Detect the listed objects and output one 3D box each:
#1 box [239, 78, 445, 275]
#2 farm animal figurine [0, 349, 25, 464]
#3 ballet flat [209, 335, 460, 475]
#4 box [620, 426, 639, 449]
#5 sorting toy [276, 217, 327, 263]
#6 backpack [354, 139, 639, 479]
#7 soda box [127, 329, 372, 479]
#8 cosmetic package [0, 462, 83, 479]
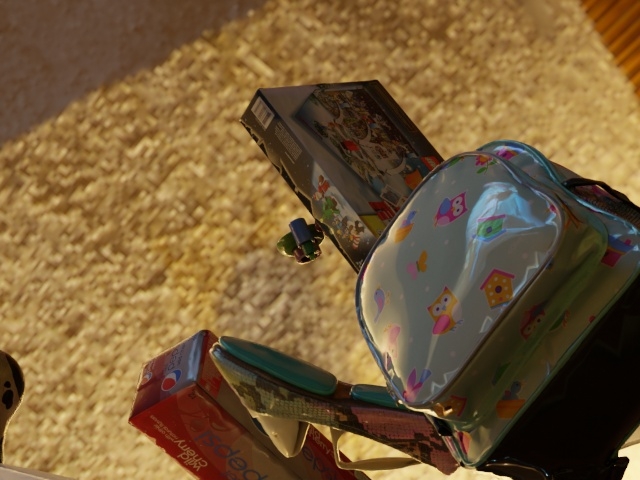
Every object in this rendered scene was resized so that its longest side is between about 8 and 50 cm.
[{"bbox_3d":[0.053,-0.049,1.420,0.159,0.044,0.233,-9,-127,-45],"label":"box"},{"bbox_3d":[-0.276,0.268,1.237,0.172,0.330,0.326,10,-133,12],"label":"farm animal figurine"},{"bbox_3d":[0.012,0.140,1.239,0.222,0.079,0.077,14,-167,5],"label":"ballet flat"},{"bbox_3d":[0.322,0.030,1.017,0.322,0.232,0.058,-30,-94,-23],"label":"box"},{"bbox_3d":[0.000,0.000,1.504,0.061,0.102,0.042,-1,-120,-46],"label":"sorting toy"},{"bbox_3d":[0.105,0.033,0.864,0.144,0.166,0.188,30,-169,-24],"label":"backpack"},{"bbox_3d":[-0.063,0.207,1.528,0.263,0.092,0.083,46,-151,-26],"label":"soda box"},{"bbox_3d":[-0.099,0.245,0.890,0.155,0.365,0.197,19,-103,-32],"label":"cosmetic package"}]
